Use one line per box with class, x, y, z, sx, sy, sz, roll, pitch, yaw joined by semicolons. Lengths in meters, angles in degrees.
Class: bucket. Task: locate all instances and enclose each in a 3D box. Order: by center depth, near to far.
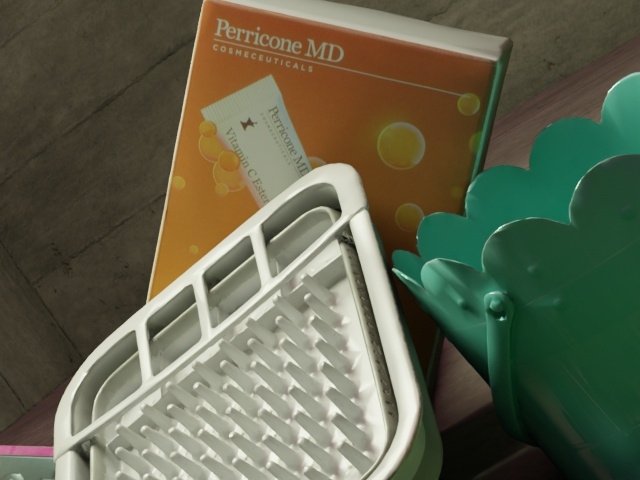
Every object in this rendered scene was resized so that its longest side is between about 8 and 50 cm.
bucket;0.200;0.014;0.948;0.281;0.183;0.281;-34;5;3

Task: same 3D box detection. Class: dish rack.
dish rack;-0.047;0.123;0.972;0.285;0.072;0.333;-39;28;15

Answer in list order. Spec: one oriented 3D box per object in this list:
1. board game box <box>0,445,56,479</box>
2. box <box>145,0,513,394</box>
board game box;-0.263;0.242;1.053;0.303;0.097;0.224;2;35;3
box;0.000;0.000;1.170;0.168;0.215;0.345;-52;-26;-75
